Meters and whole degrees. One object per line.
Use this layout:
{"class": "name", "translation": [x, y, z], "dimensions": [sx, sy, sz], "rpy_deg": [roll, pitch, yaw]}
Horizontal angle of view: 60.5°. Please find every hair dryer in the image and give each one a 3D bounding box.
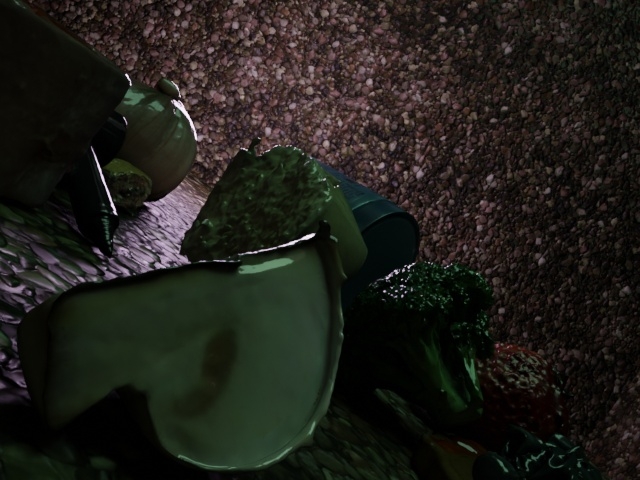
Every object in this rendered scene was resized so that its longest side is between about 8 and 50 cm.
{"class": "hair dryer", "translation": [-0.361, -0.112, 0.797], "dimensions": [0.189, 0.107, 0.352], "rpy_deg": [29, 23, -52]}

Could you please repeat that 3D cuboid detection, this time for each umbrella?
{"class": "umbrella", "translation": [0.299, 0.309, 0.711], "dimensions": [0.348, 0.094, 0.143], "rpy_deg": [30, 1, -42]}

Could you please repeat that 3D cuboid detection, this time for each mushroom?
{"class": "mushroom", "translation": [-0.104, 0.103, 0.441], "dimensions": [0.236, 0.173, 0.162], "rpy_deg": [-12, 79, -36]}

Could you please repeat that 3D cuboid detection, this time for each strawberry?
{"class": "strawberry", "translation": [0.337, 0.328, 1.110], "dimensions": [0.288, 0.250, 0.239], "rpy_deg": [14, 39, -4]}

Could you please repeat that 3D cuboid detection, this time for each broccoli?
{"class": "broccoli", "translation": [0.159, 0.167, 0.903], "dimensions": [0.307, 0.307, 0.275], "rpy_deg": [33, 24, -50]}

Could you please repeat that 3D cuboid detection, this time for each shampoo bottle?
{"class": "shampoo bottle", "translation": [0.000, 0.000, 1.298], "dimensions": [0.342, 0.331, 0.331], "rpy_deg": [36, 2, 33]}

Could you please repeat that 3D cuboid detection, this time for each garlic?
{"class": "garlic", "translation": [-0.417, -0.232, 1.189], "dimensions": [0.321, 0.241, 0.322], "rpy_deg": [23, -39, 20]}

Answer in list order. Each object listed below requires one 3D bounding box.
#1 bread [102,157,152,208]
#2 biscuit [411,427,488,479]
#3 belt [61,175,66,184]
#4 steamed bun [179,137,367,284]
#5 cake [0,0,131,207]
{"class": "bread", "translation": [-0.387, -0.109, 1.024], "dimensions": [0.106, 0.082, 0.125], "rpy_deg": [25, 9, 21]}
{"class": "biscuit", "translation": [0.289, 0.397, 0.766], "dimensions": [0.359, 0.074, 0.381], "rpy_deg": [40, 7, 39]}
{"class": "belt", "translation": [-0.500, -0.172, 0.958], "dimensions": [0.232, 0.053, 0.071], "rpy_deg": [37, -8, 12]}
{"class": "steamed bun", "translation": [-0.064, 0.019, 0.902], "dimensions": [0.273, 0.290, 0.272], "rpy_deg": [44, 12, -29]}
{"class": "cake", "translation": [-0.438, -0.217, 0.658], "dimensions": [0.308, 0.230, 0.237], "rpy_deg": [35, -1, 17]}
